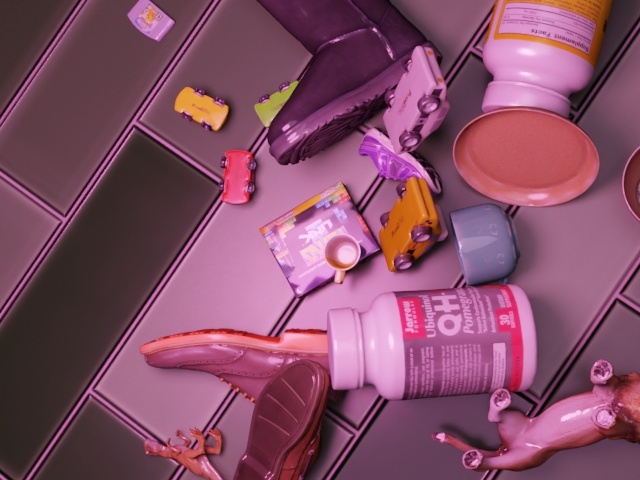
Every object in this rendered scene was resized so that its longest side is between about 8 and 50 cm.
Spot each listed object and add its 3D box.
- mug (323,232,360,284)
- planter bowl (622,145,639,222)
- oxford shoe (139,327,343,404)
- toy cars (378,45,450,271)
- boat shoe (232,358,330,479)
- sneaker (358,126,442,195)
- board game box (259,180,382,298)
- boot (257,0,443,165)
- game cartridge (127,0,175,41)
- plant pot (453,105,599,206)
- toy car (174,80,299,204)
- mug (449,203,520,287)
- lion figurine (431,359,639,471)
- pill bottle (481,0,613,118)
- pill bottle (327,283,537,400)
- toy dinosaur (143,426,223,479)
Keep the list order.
[{"bbox_3d":[0.035,0.028,1.761,0.062,0.064,0.078,41,92,10],"label":"mug"},{"bbox_3d":[0.570,-0.085,1.708,0.162,0.109,0.162,-1,84,9],"label":"planter bowl"},{"bbox_3d":[-0.134,0.218,1.787,0.363,0.130,0.133,0,90,10],"label":"oxford shoe"},{"bbox_3d":[0.167,-0.125,1.708,0.087,0.176,0.394,-6,110,-19],"label":"toy cars"},{"bbox_3d":[-0.054,0.327,1.742,0.110,0.104,0.307,41,113,37],"label":"boat shoe"},{"bbox_3d":[0.139,-0.127,1.820,0.170,0.068,0.071,39,106,20],"label":"sneaker"},{"bbox_3d":[0.000,0.000,1.827,0.170,0.048,0.141,-31,79,5],"label":"board game box"},{"bbox_3d":[-0.060,-0.386,1.795,0.367,0.146,0.445,-34,81,-26],"label":"boot"},{"bbox_3d":[-0.317,-0.410,1.944,0.083,0.017,0.056,41,95,12],"label":"game cartridge"},{"bbox_3d":[0.337,-0.141,1.712,0.236,0.236,0.032,10,54,11],"label":"plant pot"},{"bbox_3d":[-0.118,-0.205,1.868,0.225,0.053,0.239,-30,80,5],"label":"toy car"},{"bbox_3d":[0.279,0.011,1.748,0.097,0.158,0.129,-14,57,5],"label":"mug"},{"bbox_3d":[0.398,0.298,1.673,0.392,0.240,0.142,-14,64,24],"label":"lion figurine"},{"bbox_3d":[0.378,-0.360,1.733,0.187,0.188,0.334,15,87,11],"label":"pill bottle"},{"bbox_3d":[0.173,0.166,1.681,0.318,0.176,0.176,-4,83,-4],"label":"pill bottle"},{"bbox_3d":[-0.207,0.387,1.820,0.211,0.064,0.112,29,107,21],"label":"toy dinosaur"}]
